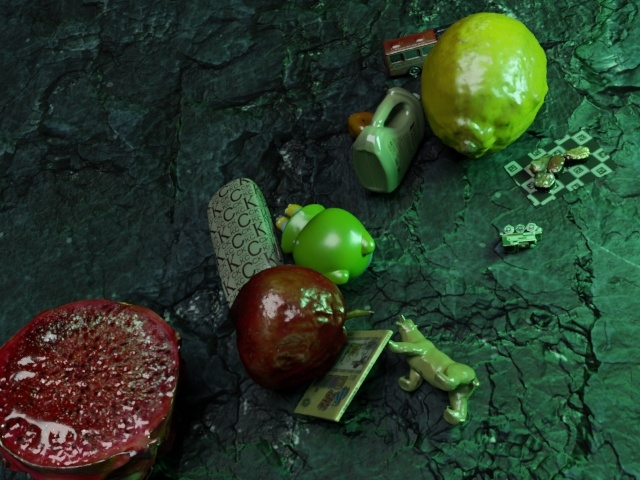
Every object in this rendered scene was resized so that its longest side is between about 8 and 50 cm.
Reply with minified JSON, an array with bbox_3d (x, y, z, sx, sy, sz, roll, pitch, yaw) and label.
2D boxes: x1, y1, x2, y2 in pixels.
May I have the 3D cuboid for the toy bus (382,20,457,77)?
[{"bbox_3d":[0.270,-0.463,1.825,0.235,0.096,0.073,-13,56,10],"label":"toy bus"}]

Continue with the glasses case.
[{"bbox_3d":[-0.160,0.011,1.626,0.137,0.085,0.354,-30,52,14],"label":"glasses case"}]

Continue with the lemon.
[{"bbox_3d":[0.341,-0.331,1.599,0.285,0.285,0.316,10,25,23],"label":"lemon"}]

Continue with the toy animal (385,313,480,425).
[{"bbox_3d":[0.200,0.225,1.377,0.101,0.103,0.219,-34,48,-31],"label":"toy animal"}]

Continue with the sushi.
[{"bbox_3d":[0.504,-0.165,1.580,0.201,0.031,0.139,-26,52,-1],"label":"sushi"}]

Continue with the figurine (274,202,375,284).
[{"bbox_3d":[0.000,0.000,1.567,0.162,0.143,0.263,-45,43,-10],"label":"figurine"}]

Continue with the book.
[{"bbox_3d":[0.041,0.244,1.387,0.192,0.013,0.168,-55,18,-22],"label":"book"}]

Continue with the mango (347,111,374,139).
[{"bbox_3d":[0.110,-0.255,1.752,0.080,0.060,0.114,-18,49,-15],"label":"mango"}]

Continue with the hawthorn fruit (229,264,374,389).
[{"bbox_3d":[-0.033,0.150,1.420,0.266,0.230,0.210,-15,24,-10],"label":"hawthorn fruit"}]

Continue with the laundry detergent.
[{"bbox_3d":[0.160,-0.237,1.653,0.091,0.181,0.253,11,54,30],"label":"laundry detergent"}]

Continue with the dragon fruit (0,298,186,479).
[{"bbox_3d":[-0.423,0.309,1.418,0.371,0.249,0.386,-32,55,-25],"label":"dragon fruit"}]

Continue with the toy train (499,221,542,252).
[{"bbox_3d":[0.400,-0.005,1.501,0.083,0.033,0.053,-6,60,14],"label":"toy train"}]
